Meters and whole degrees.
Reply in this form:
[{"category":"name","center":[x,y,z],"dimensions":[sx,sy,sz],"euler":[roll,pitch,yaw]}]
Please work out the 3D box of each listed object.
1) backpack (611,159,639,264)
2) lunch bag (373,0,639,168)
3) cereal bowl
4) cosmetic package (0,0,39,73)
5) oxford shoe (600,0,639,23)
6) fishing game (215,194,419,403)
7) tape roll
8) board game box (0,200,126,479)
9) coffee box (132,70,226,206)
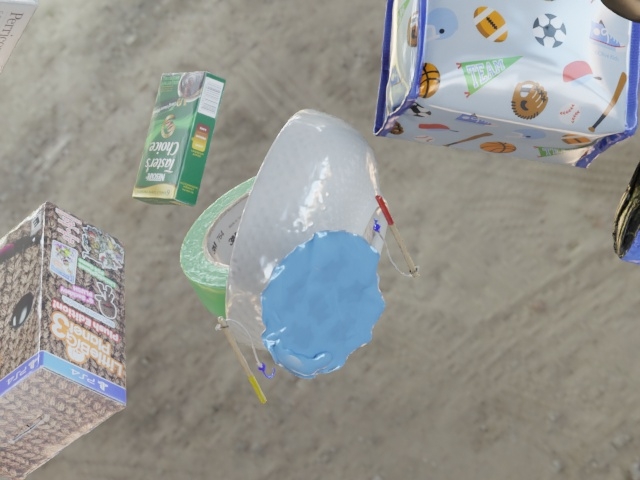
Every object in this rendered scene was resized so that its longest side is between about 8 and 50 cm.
[{"category":"backpack","center":[0.417,-0.023,1.711],"dimensions":[0.098,0.101,0.120],"euler":[-76,7,-58]},{"category":"lunch bag","center":[0.261,-0.324,1.895],"dimensions":[0.239,0.328,0.385],"euler":[139,140,-73]},{"category":"cereal bowl","center":[0.000,0.000,1.892],"dimensions":[0.141,0.339,0.339],"euler":[17,60,15]},{"category":"cosmetic package","center":[-0.395,-0.245,1.344],"dimensions":[0.151,0.184,0.151],"euler":[-46,55,45]},{"category":"oxford shoe","center":[0.338,-0.320,1.573],"dimensions":[0.076,0.212,0.076],"euler":[-11,55,40]},{"category":"fishing game","center":[0.001,0.073,1.669],"dimensions":[0.264,0.189,0.041],"euler":[-41,36,-17]},{"category":"tape roll","center":[-0.066,-0.005,2.230],"dimensions":[0.321,0.077,0.321],"euler":[-19,33,13]},{"category":"board game box","center":[-0.393,0.138,1.907],"dimensions":[0.232,0.141,0.291],"euler":[-36,42,27]},{"category":"coffee box","center":[-0.195,-0.139,1.916],"dimensions":[0.113,0.040,0.184],"euler":[7,81,51]}]
